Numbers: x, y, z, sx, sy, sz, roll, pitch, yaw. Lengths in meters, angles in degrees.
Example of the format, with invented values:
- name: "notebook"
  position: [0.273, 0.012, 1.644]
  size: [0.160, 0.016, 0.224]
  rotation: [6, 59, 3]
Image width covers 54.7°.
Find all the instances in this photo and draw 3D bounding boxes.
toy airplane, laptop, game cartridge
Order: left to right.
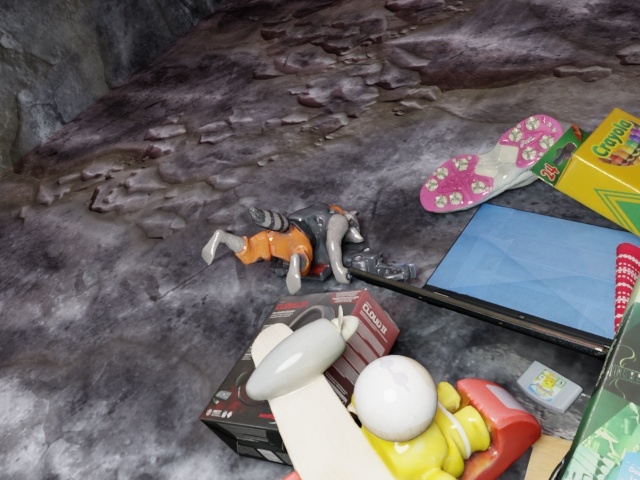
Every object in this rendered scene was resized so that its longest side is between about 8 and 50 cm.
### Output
- name: "toy airplane"
  position: [0.043, 0.241, 0.672]
  size: [0.386, 0.273, 0.384]
  rotation: [15, 32, 14]
- name: "laptop"
  position: [0.329, 0.030, 0.986]
  size: [0.381, 0.408, 0.236]
  rotation: [16, 86, 37]
- name: "game cartridge"
  position: [0.340, 0.221, 0.929]
  size: [0.056, 0.017, 0.083]
  rotation: [-43, 44, -17]

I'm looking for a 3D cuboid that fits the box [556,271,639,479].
- name: "box"
  position: [0.387, 0.180, 0.597]
  size: [0.232, 0.058, 0.322]
  rotation: [26, 61, 19]

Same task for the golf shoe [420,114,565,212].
- name: "golf shoe"
  position: [0.353, -0.128, 1.250]
  size: [0.306, 0.140, 0.115]
  rotation: [-26, 62, 25]

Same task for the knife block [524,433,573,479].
- name: "knife block"
  position: [0.363, 0.337, 0.732]
  size: [0.242, 0.088, 0.276]
  rotation: [8, 48, 32]

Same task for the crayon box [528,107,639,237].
- name: "crayon box"
  position: [0.539, -0.104, 1.033]
  size: [0.318, 0.081, 0.202]
  rotation: [35, 52, 20]

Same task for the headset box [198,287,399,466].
- name: "headset box"
  position: [-0.024, 0.202, 0.994]
  size: [0.218, 0.110, 0.293]
  rotation: [-10, 37, 46]

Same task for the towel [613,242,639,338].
- name: "towel"
  position: [0.439, 0.138, 0.765]
  size: [0.031, 0.199, 0.275]
  rotation: [-45, 9, 42]

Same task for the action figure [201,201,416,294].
- name: "action figure"
  position: [0.000, 0.000, 1.160]
  size: [0.341, 0.179, 0.330]
  rotation: [2, 13, 30]

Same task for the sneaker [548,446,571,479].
- name: "sneaker"
  position: [0.318, 0.259, 0.699]
  size: [0.081, 0.090, 0.232]
  rotation: [19, 55, 38]
